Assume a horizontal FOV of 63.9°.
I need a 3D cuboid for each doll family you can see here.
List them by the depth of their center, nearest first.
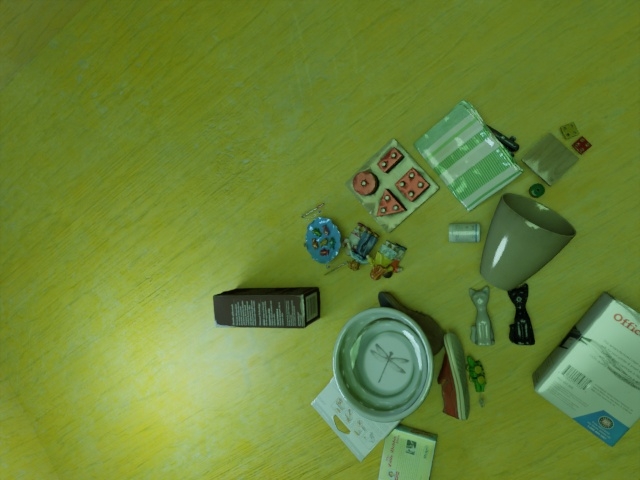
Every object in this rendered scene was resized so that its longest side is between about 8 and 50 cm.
[{"bbox_3d":[0.184,0.054,1.921,0.263,0.118,0.163,30,102,14],"label":"doll family"}]

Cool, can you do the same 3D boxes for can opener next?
[{"bbox_3d":[0.606,-0.360,1.783,0.186,0.059,0.073,42,82,13],"label":"can opener"}]

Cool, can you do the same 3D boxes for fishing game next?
[{"bbox_3d":[0.000,0.000,1.989,0.189,0.041,0.263,-27,78,42],"label":"fishing game"}]

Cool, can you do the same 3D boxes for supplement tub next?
[{"bbox_3d":[0.515,-0.028,1.831,0.107,0.071,0.070,0,94,20],"label":"supplement tub"}]

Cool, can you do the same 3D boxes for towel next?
[{"bbox_3d":[0.513,-0.294,1.805,0.248,0.038,0.324,-41,82,31],"label":"towel"}]

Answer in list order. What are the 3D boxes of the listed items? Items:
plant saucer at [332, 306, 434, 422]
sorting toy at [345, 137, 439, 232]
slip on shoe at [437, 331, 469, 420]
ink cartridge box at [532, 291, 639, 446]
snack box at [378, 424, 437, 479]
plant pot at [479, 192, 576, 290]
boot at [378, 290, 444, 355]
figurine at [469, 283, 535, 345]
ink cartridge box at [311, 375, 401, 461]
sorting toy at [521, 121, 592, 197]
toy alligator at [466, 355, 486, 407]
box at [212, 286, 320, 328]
[{"bbox_3d":[0.234,0.443,1.853,0.401,0.101,0.400,-9,74,33],"label":"plant saucer"},{"bbox_3d":[0.254,-0.202,1.897,0.255,0.089,0.257,-43,80,16],"label":"sorting toy"},{"bbox_3d":[0.468,0.491,1.852,0.101,0.123,0.331,-3,104,29],"label":"slip on shoe"},{"bbox_3d":[0.935,0.408,1.668,0.286,0.166,0.394,37,105,12],"label":"ink cartridge box"},{"bbox_3d":[0.324,0.875,1.958,0.187,0.060,0.321,11,97,18],"label":"snack box"},{"bbox_3d":[0.654,0.024,1.715,0.257,0.256,0.273,31,119,14],"label":"plant pot"},{"bbox_3d":[0.336,0.297,1.913,0.115,0.112,0.305,-34,71,-20],"label":"boot"},{"bbox_3d":[0.632,0.261,1.811,0.215,0.092,0.209,-5,84,19],"label":"figurine"},{"bbox_3d":[0.147,0.639,1.969,0.296,0.066,0.261,44,105,24],"label":"ink cartridge box"},{"bbox_3d":[0.774,-0.275,1.730,0.274,0.046,0.132,-44,81,-1],"label":"sorting toy"},{"bbox_3d":[0.576,0.504,1.858,0.051,0.056,0.189,-16,88,-22],"label":"toy alligator"},{"bbox_3d":[-0.210,0.264,2.029,0.382,0.191,0.143,-1,93,19],"label":"box"}]
